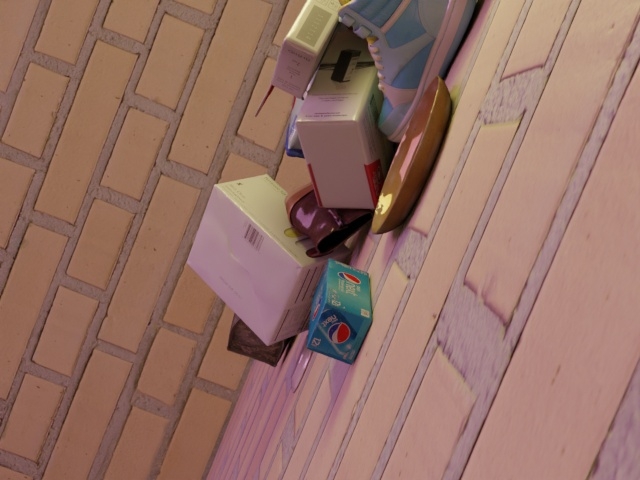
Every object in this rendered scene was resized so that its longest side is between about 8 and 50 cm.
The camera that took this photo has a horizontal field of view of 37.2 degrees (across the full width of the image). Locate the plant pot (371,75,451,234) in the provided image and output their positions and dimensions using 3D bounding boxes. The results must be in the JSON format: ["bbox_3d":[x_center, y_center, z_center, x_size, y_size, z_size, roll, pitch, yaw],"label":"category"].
[{"bbox_3d":[0.129,-0.113,1.319,0.236,0.032,0.236,-158,90,-87],"label":"plant pot"}]

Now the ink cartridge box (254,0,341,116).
[{"bbox_3d":[-0.003,-0.372,1.666,0.296,0.066,0.261,-64,2,-26],"label":"ink cartridge box"}]

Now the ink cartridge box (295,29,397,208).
[{"bbox_3d":[0.062,-0.218,1.681,0.197,0.114,0.272,74,-153,-42],"label":"ink cartridge box"}]

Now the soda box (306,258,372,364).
[{"bbox_3d":[0.027,0.094,1.324,0.210,0.067,0.071,-81,12,-75],"label":"soda box"}]

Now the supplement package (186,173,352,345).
[{"bbox_3d":[-0.104,0.032,1.858,0.145,0.262,0.204,-16,-40,-47],"label":"supplement package"}]

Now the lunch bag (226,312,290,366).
[{"bbox_3d":[-0.115,0.139,2.377,0.287,0.169,0.235,109,180,-55],"label":"lunch bag"}]

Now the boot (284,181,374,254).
[{"bbox_3d":[0.061,-0.084,1.750,0.248,0.090,0.207,-35,34,-3],"label":"boot"}]

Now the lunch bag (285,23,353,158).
[{"bbox_3d":[0.073,-0.358,2.028,0.385,0.239,0.327,-95,25,-65],"label":"lunch bag"}]

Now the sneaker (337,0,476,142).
[{"bbox_3d":[0.101,-0.307,1.491,0.127,0.208,0.319,-73,4,-47],"label":"sneaker"}]

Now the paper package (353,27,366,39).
[{"bbox_3d":[0.199,-0.520,1.623,0.309,0.168,0.324,-74,6,-55],"label":"paper package"}]

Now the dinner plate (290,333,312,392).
[{"bbox_3d":[-0.034,0.229,1.863,0.141,0.017,0.141,-158,90,-88],"label":"dinner plate"}]
